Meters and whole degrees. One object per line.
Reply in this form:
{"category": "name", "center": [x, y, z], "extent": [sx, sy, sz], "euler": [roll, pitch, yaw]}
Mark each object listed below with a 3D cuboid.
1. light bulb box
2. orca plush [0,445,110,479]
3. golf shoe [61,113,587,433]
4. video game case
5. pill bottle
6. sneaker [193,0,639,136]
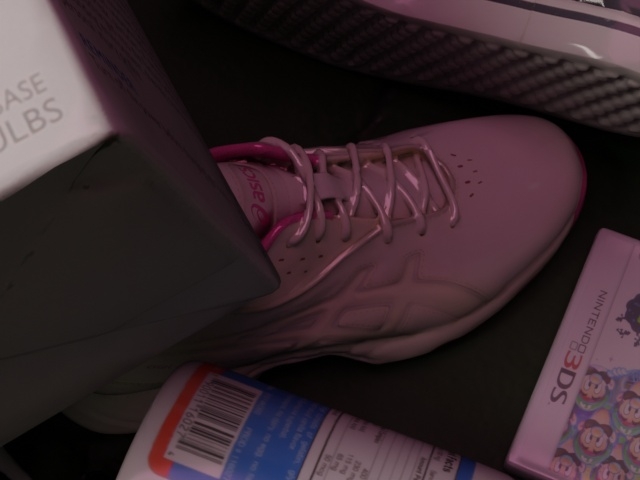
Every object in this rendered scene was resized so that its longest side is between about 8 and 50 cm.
{"category": "light bulb box", "center": [-0.267, -0.067, 0.572], "extent": [0.357, 0.225, 0.361], "euler": [-30, 72, 1]}
{"category": "orca plush", "center": [-0.174, 0.118, 0.683], "extent": [0.151, 0.102, 0.287], "euler": [-14, 64, -5]}
{"category": "golf shoe", "center": [0.000, 0.000, 0.713], "extent": [0.306, 0.140, 0.115], "euler": [-22, 65, -11]}
{"category": "video game case", "center": [0.191, 0.081, 0.730], "extent": [0.157, 0.019, 0.143], "euler": [21, 67, 12]}
{"category": "pill bottle", "center": [0.020, 0.146, 0.646], "extent": [0.221, 0.124, 0.124], "euler": [21, 67, 6]}
{"category": "sneaker", "center": [0.064, -0.155, 0.775], "extent": [0.321, 0.126, 0.128], "euler": [18, 78, 20]}
